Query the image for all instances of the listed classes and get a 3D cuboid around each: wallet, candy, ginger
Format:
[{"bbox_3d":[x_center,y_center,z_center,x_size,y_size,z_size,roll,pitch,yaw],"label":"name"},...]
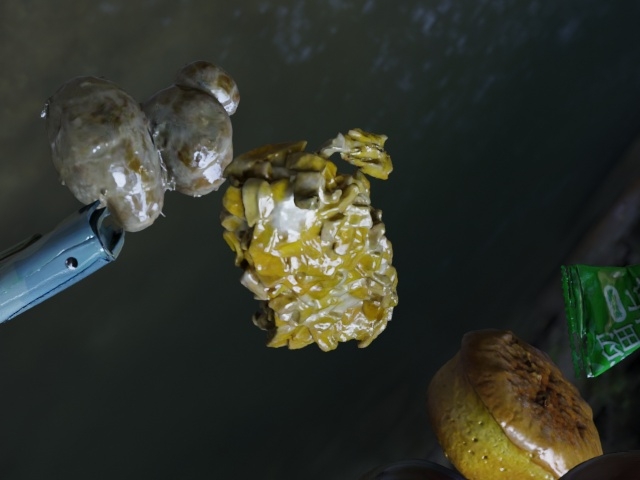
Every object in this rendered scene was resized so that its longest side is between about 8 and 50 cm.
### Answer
[{"bbox_3d":[-0.356,0.047,1.764,0.250,0.075,0.176,-29,-169,4],"label":"wallet"},{"bbox_3d":[0.408,0.088,1.870,0.203,0.141,0.078,-10,164,0],"label":"candy"},{"bbox_3d":[-0.243,-0.150,2.187,0.304,0.244,0.155,-16,162,-25],"label":"ginger"}]

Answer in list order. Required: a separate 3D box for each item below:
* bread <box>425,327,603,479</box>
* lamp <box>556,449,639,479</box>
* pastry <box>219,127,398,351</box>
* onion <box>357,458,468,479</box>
[{"bbox_3d":[0.303,0.277,2.334,0.172,0.312,0.312,-42,170,23],"label":"bread"},{"bbox_3d":[0.255,0.259,1.154,0.180,0.180,0.258,-51,154,-4],"label":"lamp"},{"bbox_3d":[0.000,0.000,1.232,0.154,0.102,0.250,-18,147,-6],"label":"pastry"},{"bbox_3d":[0.098,0.391,1.475,0.347,0.285,0.347,-156,-90,-88],"label":"onion"}]
